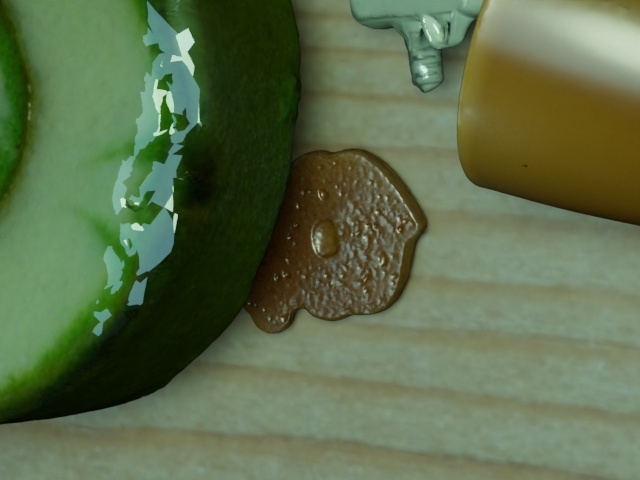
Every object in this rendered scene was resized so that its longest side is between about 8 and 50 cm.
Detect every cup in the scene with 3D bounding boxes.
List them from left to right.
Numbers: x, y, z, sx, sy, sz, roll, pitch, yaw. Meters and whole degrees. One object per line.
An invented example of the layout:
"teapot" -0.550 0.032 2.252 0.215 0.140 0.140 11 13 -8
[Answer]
"cup" 0.211 -0.093 0.908 0.264 0.182 0.226 23 68 21

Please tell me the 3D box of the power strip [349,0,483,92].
"power strip" 0.051 -0.249 0.994 0.098 0.058 0.338 0 98 45

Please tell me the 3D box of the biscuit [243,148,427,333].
"biscuit" 0.000 0.000 1.087 0.130 0.019 0.102 -20 90 23

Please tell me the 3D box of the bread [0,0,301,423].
"bread" -0.190 -0.074 1.072 0.382 0.129 0.366 -44 70 24
